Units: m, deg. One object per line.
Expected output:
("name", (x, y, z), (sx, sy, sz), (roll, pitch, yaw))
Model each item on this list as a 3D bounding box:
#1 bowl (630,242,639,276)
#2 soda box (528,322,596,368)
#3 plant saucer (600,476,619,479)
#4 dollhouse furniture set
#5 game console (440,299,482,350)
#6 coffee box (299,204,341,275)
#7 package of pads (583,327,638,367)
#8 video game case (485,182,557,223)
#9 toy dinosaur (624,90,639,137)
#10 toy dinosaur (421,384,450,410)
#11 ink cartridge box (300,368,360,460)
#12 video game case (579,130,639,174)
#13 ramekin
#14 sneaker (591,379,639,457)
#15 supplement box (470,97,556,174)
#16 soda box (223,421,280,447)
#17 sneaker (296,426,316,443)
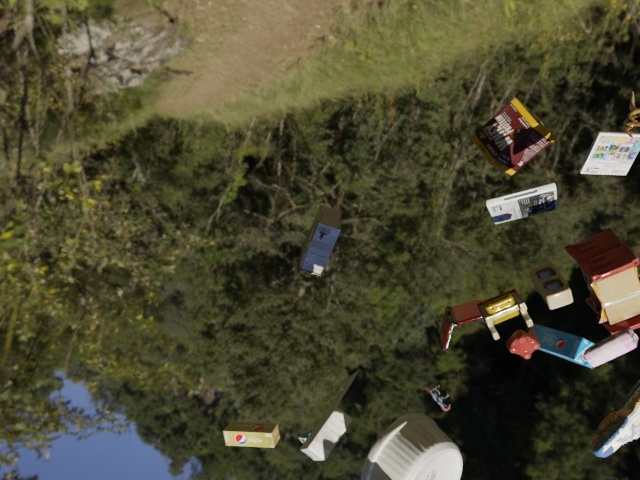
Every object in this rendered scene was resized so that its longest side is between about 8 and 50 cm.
("bowl", (0.805, 0.028, 1.363), (0.053, 0.142, 0.142), (58, -175, -7))
("soda box", (0.684, 0.296, 1.640), (0.071, 0.067, 0.210), (26, 176, -18))
("plant saucer", (0.639, 0.587, 1.276), (0.021, 0.119, 0.119), (30, 177, -4))
("dollhouse furniture set", (0.589, 0.149, 1.414), (0.201, 0.374, 0.152), (60, -167, -27))
("game console", (0.376, 0.225, 1.536), (0.085, 0.124, 0.144), (13, -168, 6))
("coffee box", (0.000, 0.000, 2.357), (0.098, 0.246, 0.141), (18, -145, -8))
("package of pads", (0.491, 0.181, 0.972), (0.050, 0.083, 0.032), (-6, -119, -56))
("video game case", (0.543, -0.096, 1.545), (0.173, 0.022, 0.190), (-14, 162, 19))
("toy dinosaur", (0.715, -0.276, 1.257), (0.211, 0.112, 0.064), (-130, 17, -70))
("toy dinosaur", (0.381, 0.506, 1.843), (0.047, 0.082, 0.090), (-23, -172, -34))
("ink cartridge box", (0.047, 0.528, 1.721), (0.066, 0.261, 0.296), (35, 160, 7))
("video game case", (0.884, -0.263, 1.743), (0.157, 0.143, 0.019), (1, -140, -9))
("ramekin", (0.242, 0.586, 1.455), (0.273, 0.272, 0.127), (23, -178, -42))
("sneaker", (0.955, 0.561, 1.739), (0.131, 0.296, 0.112), (40, -173, 2))
("supplement box", (0.658, -0.349, 1.965), (0.191, 0.194, 0.129), (11, -136, -49))
("soda box", (-0.233, 0.656, 1.949), (0.181, 0.058, 0.061), (-3, -166, 18))
("sneaker", (-0.012, 0.751, 2.239), (0.162, 0.073, 0.063), (-7, 140, 6))
